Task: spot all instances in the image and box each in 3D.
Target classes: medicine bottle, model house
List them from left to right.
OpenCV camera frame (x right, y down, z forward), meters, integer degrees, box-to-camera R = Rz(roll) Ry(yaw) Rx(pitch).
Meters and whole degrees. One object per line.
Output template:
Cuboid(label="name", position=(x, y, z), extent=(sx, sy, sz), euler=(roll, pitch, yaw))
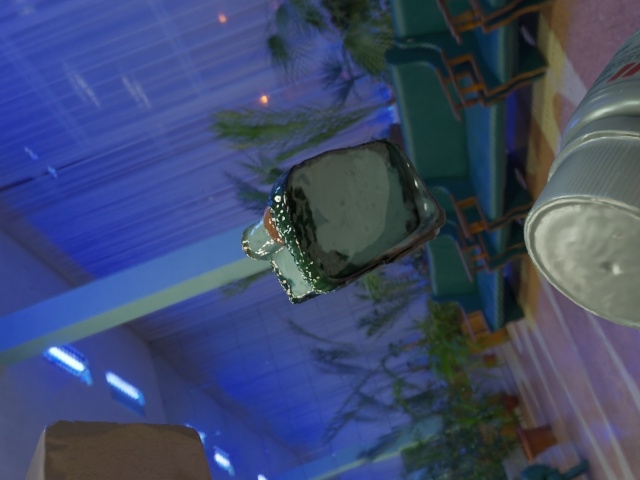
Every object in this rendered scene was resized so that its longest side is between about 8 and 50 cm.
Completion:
Cuboid(label="model house", position=(0.000, 0.000, 1.135), extent=(0.184, 0.253, 0.291), euler=(58, 143, 6))
Cuboid(label="medicine bottle", position=(0.384, -0.078, 0.814), extent=(0.245, 0.306, 0.245), euler=(31, 154, 17))

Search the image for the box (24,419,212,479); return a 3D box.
Cuboid(label="box", position=(-0.083, 0.132, 0.308), extent=(0.062, 0.089, 0.122), euler=(-67, 29, 25))
